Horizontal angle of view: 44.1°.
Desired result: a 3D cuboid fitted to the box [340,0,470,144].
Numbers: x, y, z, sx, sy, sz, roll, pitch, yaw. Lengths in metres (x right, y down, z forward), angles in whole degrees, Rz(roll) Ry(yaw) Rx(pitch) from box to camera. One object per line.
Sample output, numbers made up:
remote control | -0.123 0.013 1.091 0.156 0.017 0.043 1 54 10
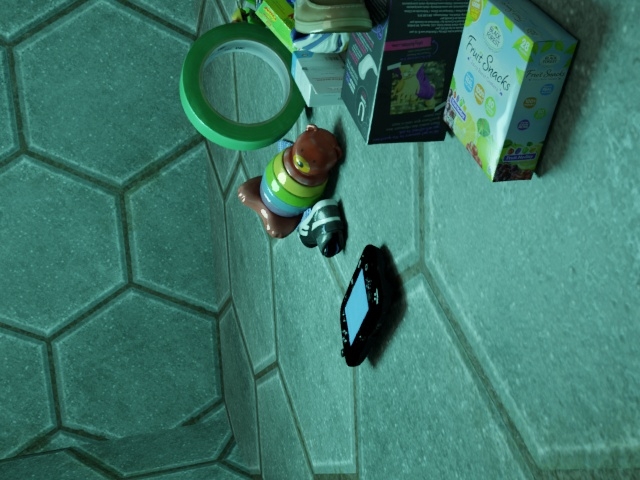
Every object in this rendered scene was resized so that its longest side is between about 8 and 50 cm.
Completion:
box | 0.135 -0.309 1.262 0.165 0.143 0.270 -111 22 -46

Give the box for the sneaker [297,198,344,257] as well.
sneaker | 0.000 0.000 1.943 0.217 0.079 0.121 117 143 -60

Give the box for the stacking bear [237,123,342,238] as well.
stacking bear | -0.052 -0.162 1.909 0.175 0.164 0.289 49 140 5

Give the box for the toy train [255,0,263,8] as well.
toy train | -0.147 -0.719 2.158 0.105 0.080 0.184 -126 33 -47

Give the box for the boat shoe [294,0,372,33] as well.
boat shoe | 0.012 -0.380 1.226 0.302 0.109 0.098 -110 20 -66

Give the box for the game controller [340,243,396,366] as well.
game controller | 0.091 0.147 1.725 0.319 0.067 0.166 109 150 -54

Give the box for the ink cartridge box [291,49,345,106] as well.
ink cartridge box | 0.009 -0.349 1.735 0.180 0.104 0.060 -113 23 -43

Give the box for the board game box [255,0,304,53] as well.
board game box | -0.068 -0.496 1.863 0.181 0.043 0.092 46 166 -10

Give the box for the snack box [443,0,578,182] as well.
snack box | 0.246 -0.212 1.066 0.174 0.070 0.207 -115 26 -47

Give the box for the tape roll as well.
tape roll | -0.195 -0.393 2.015 0.077 0.321 0.321 143 119 -72

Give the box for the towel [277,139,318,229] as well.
towel | -0.071 -0.145 2.194 0.336 0.040 0.243 -145 51 -68

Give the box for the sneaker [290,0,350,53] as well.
sneaker | 0.010 -0.513 1.626 0.296 0.131 0.112 101 157 -43

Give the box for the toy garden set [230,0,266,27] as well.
toy garden set | -0.200 -0.683 2.260 0.204 0.049 0.244 -7 -89 -69

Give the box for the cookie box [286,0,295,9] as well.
cookie box | -0.062 -0.572 1.905 0.107 0.092 0.040 171 96 -74
